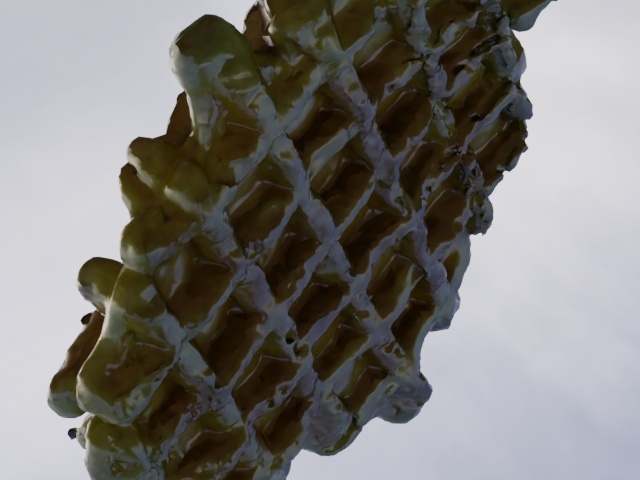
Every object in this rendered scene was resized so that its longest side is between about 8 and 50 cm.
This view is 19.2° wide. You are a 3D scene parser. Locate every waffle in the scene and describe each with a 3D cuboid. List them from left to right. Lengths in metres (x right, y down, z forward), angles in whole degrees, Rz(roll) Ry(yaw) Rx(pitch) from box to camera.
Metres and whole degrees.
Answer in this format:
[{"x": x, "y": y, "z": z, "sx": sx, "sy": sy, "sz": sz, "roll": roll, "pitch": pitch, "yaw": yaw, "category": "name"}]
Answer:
[{"x": 0.000, "y": 0.000, "z": 0.715, "sx": 0.059, "sy": 0.243, "sz": 0.238, "roll": 26, "pitch": -157, "yaw": 29, "category": "waffle"}]
